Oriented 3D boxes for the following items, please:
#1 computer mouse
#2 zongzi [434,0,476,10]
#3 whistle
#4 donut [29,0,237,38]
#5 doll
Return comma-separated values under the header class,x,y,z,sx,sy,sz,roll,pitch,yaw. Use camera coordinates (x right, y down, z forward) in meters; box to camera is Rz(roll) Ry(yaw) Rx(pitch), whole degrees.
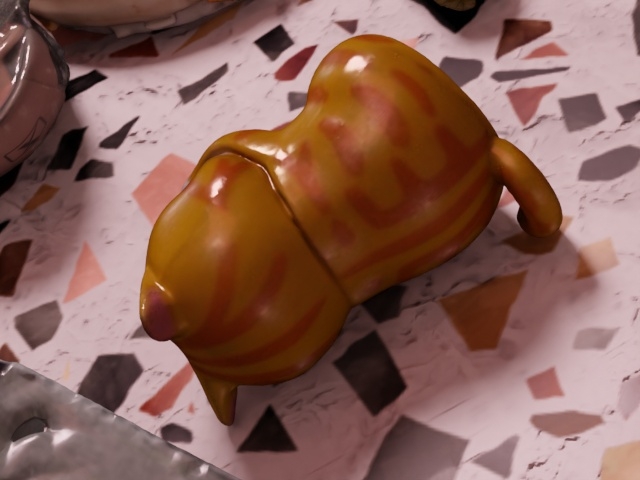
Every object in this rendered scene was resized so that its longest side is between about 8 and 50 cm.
class,x,y,z,sx,sy,sz,roll,pitch,yaw
computer mouse,-0.302,-0.129,1.646,0.199,0.115,0.389,-44,27,-4
zongzi,0.067,-0.229,1.560,0.176,0.078,0.160,-31,46,40
whistle,-0.242,0.152,1.264,0.404,0.188,0.168,4,51,33
donut,-0.134,-0.343,1.724,0.382,0.142,0.383,-17,42,16
doll,0.002,-0.015,1.310,0.269,0.167,0.162,-35,39,0
